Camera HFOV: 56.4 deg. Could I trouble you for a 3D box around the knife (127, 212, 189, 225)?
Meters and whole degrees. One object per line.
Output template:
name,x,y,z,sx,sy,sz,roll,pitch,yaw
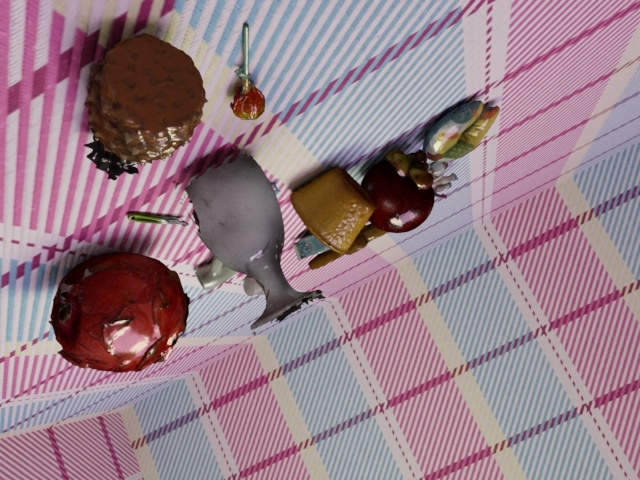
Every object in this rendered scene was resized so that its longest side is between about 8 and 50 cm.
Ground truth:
knife,-0.358,-0.046,1.325,0.184,0.026,0.022,8,104,-62

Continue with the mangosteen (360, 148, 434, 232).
mangosteen,0.218,-0.146,1.633,0.215,0.215,0.257,-16,142,-34

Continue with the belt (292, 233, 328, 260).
belt,0.007,-0.003,1.991,0.148,0.082,0.163,-25,178,35

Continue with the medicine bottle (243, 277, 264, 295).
medicine bottle,-0.213,0.159,2.190,0.130,0.080,0.080,-12,160,-43

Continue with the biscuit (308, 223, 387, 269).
biscuit,0.141,-0.020,2.124,0.432,0.064,0.283,-27,-175,8

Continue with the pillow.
pillow,0.375,-0.296,1.614,0.214,0.086,0.233,-46,155,28

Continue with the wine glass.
wine glass,-0.143,0.002,1.228,0.190,0.357,0.190,-30,178,-1

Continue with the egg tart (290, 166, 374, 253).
egg tart,0.036,-0.079,1.545,0.171,0.215,0.215,-42,162,16

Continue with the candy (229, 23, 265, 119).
candy,-0.115,-0.263,0.942,0.060,0.060,0.201,-22,157,-16

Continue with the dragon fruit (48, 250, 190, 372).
dragon fruit,-0.463,0.171,1.389,0.295,0.295,0.302,-33,161,26

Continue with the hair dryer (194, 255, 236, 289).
hair dryer,-0.263,0.040,1.756,0.206,0.075,0.237,-27,160,-25

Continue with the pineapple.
pineapple,-0.272,-0.163,0.843,0.158,0.158,0.279,-15,174,-37

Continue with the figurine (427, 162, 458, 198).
figurine,0.360,-0.177,1.941,0.260,0.103,0.205,-15,162,-35

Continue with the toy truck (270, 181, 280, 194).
toy truck,-0.131,-0.101,1.470,0.073,0.056,0.090,-11,148,-29
